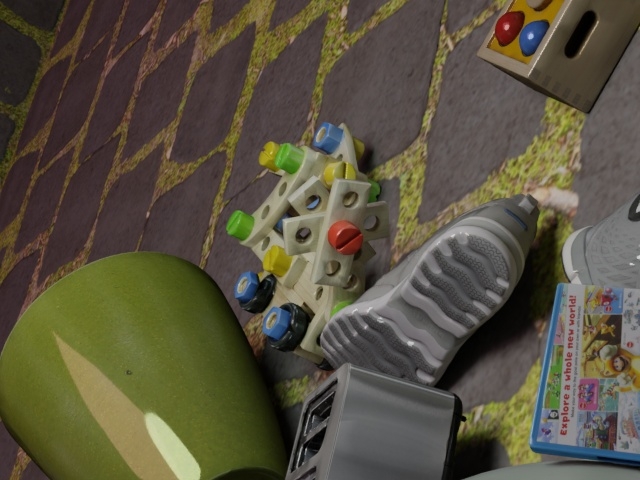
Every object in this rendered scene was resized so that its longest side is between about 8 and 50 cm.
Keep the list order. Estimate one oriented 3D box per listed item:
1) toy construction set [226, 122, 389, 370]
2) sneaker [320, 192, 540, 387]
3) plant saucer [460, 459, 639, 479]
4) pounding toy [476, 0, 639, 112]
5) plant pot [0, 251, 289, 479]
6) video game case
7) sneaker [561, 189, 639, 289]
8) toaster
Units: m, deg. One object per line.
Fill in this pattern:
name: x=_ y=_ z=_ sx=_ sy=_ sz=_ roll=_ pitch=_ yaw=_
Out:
toy construction set: x=0.000 y=0.000 z=1.453 sx=0.215 sy=0.151 sz=0.328 roll=-60 pitch=13 yaw=8
sneaker: x=0.104 y=0.056 z=1.264 sx=0.115 sy=0.105 sz=0.281 roll=-41 pitch=1 yaw=-42
plant saucer: x=0.090 y=0.252 z=0.832 sx=0.400 sy=0.100 sz=0.400 roll=-24 pitch=28 yaw=13
pounding toy: x=0.206 y=-0.209 z=1.275 sx=0.141 sy=0.100 sz=0.130 roll=-61 pitch=24 yaw=7
plant pot: x=-0.150 y=0.198 z=1.449 sx=0.275 sy=0.274 sz=0.293 roll=-59 pitch=40 yaw=11
video game case: x=0.225 y=0.088 z=0.915 sx=0.166 sy=0.015 sz=0.119 roll=5 pitch=64 yaw=21
sneaker: x=0.239 y=0.032 z=0.987 sx=0.132 sy=0.086 sz=0.229 roll=-48 pitch=27 yaw=28
toaster: x=0.035 y=0.203 z=1.154 sx=0.186 sy=0.110 sz=0.168 roll=131 pitch=155 yaw=-62
